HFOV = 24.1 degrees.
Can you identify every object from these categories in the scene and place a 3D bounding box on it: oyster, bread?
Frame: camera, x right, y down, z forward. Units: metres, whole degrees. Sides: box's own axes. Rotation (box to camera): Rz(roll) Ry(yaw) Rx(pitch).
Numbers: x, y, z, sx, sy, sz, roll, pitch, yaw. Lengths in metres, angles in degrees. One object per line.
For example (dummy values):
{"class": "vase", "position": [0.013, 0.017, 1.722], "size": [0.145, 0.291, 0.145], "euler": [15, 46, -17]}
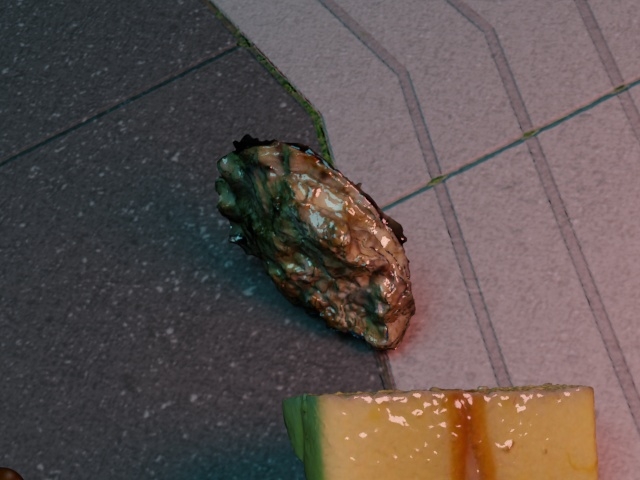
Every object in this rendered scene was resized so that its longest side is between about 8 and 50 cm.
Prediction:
{"class": "oyster", "position": [-0.006, 0.004, 1.510], "size": [0.260, 0.198, 0.092], "euler": [41, 60, -3]}
{"class": "bread", "position": [0.110, 0.174, 1.298], "size": [0.266, 0.142, 0.178], "euler": [-3, 53, -19]}

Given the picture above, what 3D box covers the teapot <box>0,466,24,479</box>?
{"class": "teapot", "position": [-0.335, 0.284, 1.478], "size": [0.129, 0.078, 0.098], "euler": [-49, 13, -8]}
